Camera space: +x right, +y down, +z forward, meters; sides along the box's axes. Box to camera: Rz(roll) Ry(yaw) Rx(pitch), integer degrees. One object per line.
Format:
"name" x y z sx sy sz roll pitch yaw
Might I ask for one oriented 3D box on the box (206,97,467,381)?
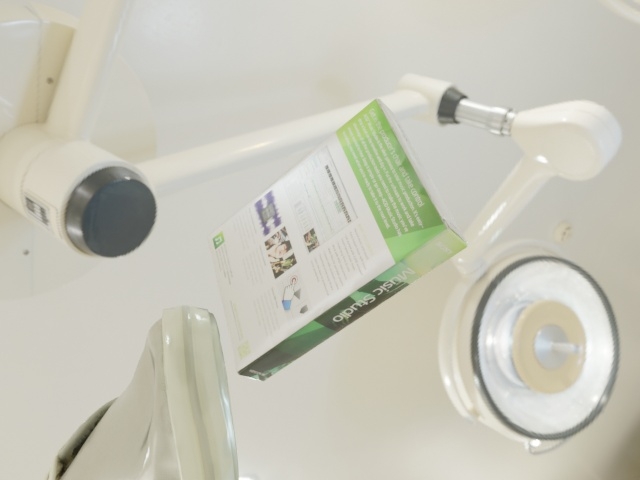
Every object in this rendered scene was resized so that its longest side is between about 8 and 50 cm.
"box" 0.000 0.000 0.777 0.322 0.232 0.058 -37 -40 22

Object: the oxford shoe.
"oxford shoe" -0.150 0.211 0.437 0.130 0.169 0.449 7 -44 -21
